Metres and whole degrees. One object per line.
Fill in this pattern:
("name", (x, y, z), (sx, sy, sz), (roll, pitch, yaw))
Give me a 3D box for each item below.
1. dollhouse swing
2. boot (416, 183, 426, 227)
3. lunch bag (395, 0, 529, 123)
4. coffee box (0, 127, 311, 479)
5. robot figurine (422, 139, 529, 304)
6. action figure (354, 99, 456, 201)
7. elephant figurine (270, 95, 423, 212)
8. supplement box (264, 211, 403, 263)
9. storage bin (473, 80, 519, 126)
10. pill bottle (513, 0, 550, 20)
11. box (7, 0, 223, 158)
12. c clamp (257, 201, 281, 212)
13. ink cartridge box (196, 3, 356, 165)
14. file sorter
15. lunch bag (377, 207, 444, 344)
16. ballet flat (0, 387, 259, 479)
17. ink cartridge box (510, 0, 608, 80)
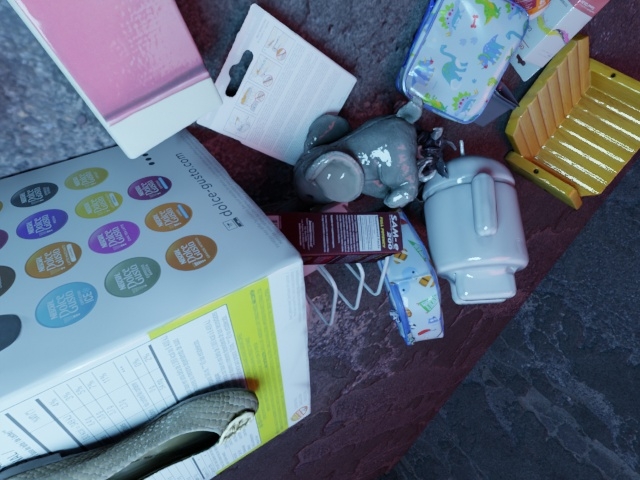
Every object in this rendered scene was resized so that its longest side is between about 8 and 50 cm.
("dollhouse swing", (0.721, -0.317, 1.121), (0.346, 0.315, 0.305), (-54, 162, 11))
("boot", (0.371, -0.131, 1.100), (0.248, 0.090, 0.207), (-41, 144, -1))
("lunch bag", (0.252, -0.344, 0.755), (0.176, 0.090, 0.218), (21, 111, -8))
("coffee box", (-0.241, 0.109, 0.547), (0.335, 0.337, 0.337), (-25, 138, -24))
("robot figurine", (0.339, -0.038, 0.916), (0.200, 0.352, 0.300), (-4, 165, 5))
("action figure", (0.167, -0.177, 0.820), (0.276, 0.163, 0.141), (-25, 170, -14))
("elephant figurine", (0.029, -0.117, 0.668), (0.240, 0.169, 0.185), (-4, 96, -5))
("supplement box", (0.000, 0.000, 0.685), (0.240, 0.073, 0.130), (-1, 170, -14))
("storage bin", (0.372, -0.325, 0.943), (0.135, 0.098, 0.091), (2, 149, -45))
("pill bottle", (0.347, -0.512, 0.718), (0.121, 0.121, 0.221), (-41, 142, -7))
("box", (-0.225, -0.229, 0.417), (0.127, 0.149, 0.232), (-37, 142, -13))
("c clamp", (-0.117, -0.011, 0.811), (0.161, 0.022, 0.137), (-12, 131, -36))
("ink cartridge box", (-0.067, -0.228, 0.647), (0.225, 0.056, 0.180), (15, 112, -44))
("file sorter", (-0.020, 0.077, 0.839), (0.278, 0.173, 0.192), (-28, 147, -23))
("lunch bag", (0.199, 0.091, 0.971), (0.115, 0.303, 0.243), (-15, 142, 6))
("ballet flat", (-0.166, 0.206, 0.382), (0.250, 0.058, 0.084), (-8, 129, -37))
("ink cartridge box", (0.458, -0.447, 0.847), (0.067, 0.115, 0.198), (4, 146, -29))
